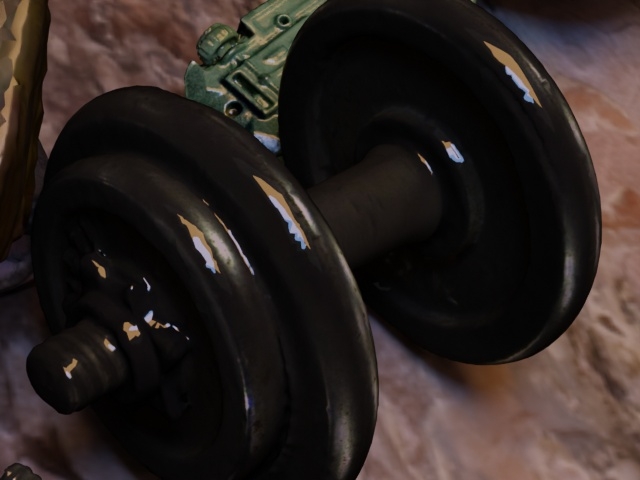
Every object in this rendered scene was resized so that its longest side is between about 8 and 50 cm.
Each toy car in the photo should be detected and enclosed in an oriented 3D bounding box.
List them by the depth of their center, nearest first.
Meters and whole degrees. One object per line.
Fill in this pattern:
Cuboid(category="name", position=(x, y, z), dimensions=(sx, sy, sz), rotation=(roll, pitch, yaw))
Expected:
Cuboid(category="toy car", position=(0.010, -0.102, 0.864), dimensions=(0.093, 0.058, 0.186), rotation=(42, 63, 16))

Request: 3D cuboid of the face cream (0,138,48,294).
Cuboid(category="face cream", position=(-0.201, -0.100, 0.781), dimensions=(0.073, 0.073, 0.283), rotation=(-13, 56, -27))

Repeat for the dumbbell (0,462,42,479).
Cuboid(category="dumbbell", position=(-0.027, 0.171, 0.608), dimensions=(0.254, 0.081, 0.081), rotation=(38, 50, 12))

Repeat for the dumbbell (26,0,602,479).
Cuboid(category="dumbbell", position=(0.000, 0.000, 0.688), dimensions=(0.290, 0.192, 0.192), rotation=(-29, 65, -35))

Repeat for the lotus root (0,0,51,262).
Cuboid(category="lotus root", position=(-0.295, -0.055, 0.597), dimensions=(0.391, 0.111, 0.374), rotation=(-16, 70, -9))
